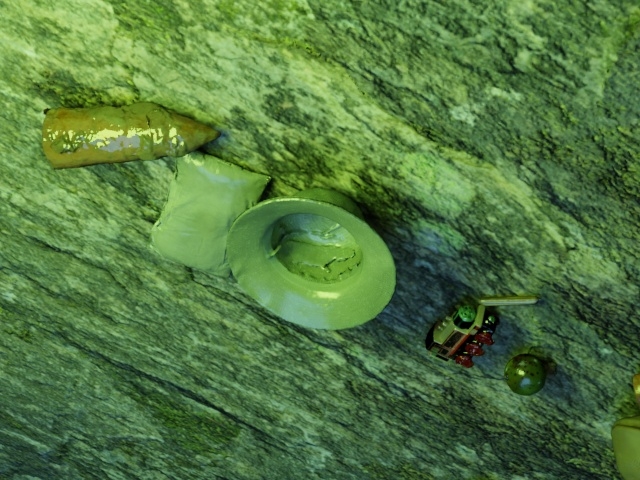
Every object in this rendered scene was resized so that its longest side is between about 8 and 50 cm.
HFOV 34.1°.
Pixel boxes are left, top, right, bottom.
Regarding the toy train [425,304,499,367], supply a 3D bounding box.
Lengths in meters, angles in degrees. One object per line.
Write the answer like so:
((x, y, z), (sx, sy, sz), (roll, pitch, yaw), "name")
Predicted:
((0.226, 0.148, 1.655), (0.087, 0.050, 0.138), (24, 140, -5), "toy train")

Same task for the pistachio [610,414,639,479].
((0.571, 0.343, 1.606), (0.181, 0.162, 0.293), (48, 164, -24), "pistachio")

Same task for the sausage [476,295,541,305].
((0.291, 0.093, 1.616), (0.100, 0.015, 0.015), (-3, 129, 20), "sausage")

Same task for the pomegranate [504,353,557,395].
((0.338, 0.212, 1.674), (0.084, 0.073, 0.073), (-23, 122, 12), "pomegranate")

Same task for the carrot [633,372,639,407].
((0.580, 0.222, 1.599), (0.193, 0.087, 0.087), (-5, 129, 25), "carrot")

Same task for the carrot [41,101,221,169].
((-0.273, -0.152, 1.526), (0.263, 0.102, 0.102), (1, 131, 11), "carrot")

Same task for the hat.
((0.000, 0.000, 1.543), (0.257, 0.130, 0.257), (9, 132, 10), "hat")

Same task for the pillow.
((-0.180, -0.040, 1.621), (0.148, 0.050, 0.230), (19, 133, -8), "pillow")
